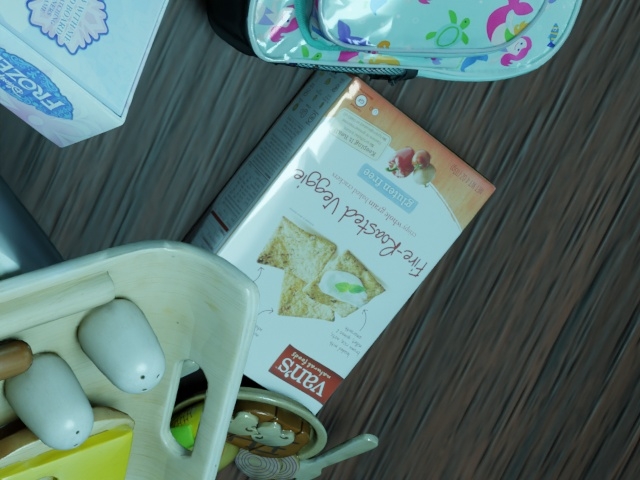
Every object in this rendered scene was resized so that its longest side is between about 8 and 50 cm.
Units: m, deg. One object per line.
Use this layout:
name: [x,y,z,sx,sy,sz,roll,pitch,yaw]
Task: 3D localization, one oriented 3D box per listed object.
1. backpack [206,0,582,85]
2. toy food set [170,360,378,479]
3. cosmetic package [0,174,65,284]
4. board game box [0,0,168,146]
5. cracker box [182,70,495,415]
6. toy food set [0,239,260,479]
backpack: [0.069,-0.217,1.132,0.253,0.191,0.225,4,100,-28]
toy food set: [-0.059,0.155,1.276,0.192,0.038,0.132,26,144,-28]
cosmetic package: [-0.372,0.058,0.934,0.394,0.329,0.327,-40,147,-2]
board game box: [-0.199,-0.271,0.955,0.318,0.066,0.318,39,53,-32]
cracker box: [0.000,0.000,1.258,0.156,0.067,0.232,35,96,-29]
toy food set: [-0.180,0.136,0.830,0.306,0.092,0.220,-17,140,-32]
